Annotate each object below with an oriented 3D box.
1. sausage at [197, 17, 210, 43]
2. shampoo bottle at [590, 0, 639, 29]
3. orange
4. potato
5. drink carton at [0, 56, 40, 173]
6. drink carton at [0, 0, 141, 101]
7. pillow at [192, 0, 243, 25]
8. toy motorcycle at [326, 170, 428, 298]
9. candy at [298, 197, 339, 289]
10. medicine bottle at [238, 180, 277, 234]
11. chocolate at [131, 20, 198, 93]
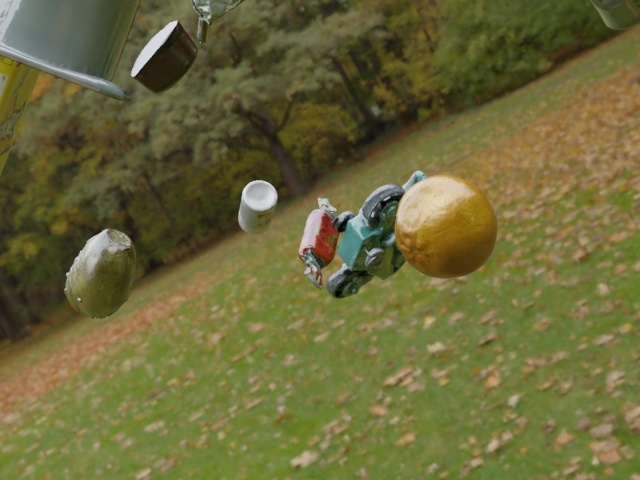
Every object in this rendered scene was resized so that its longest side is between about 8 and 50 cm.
[{"bbox_3d":[-0.282,-0.583,2.379,0.033,0.033,0.269,-32,-22,-28],"label":"sausage"},{"bbox_3d":[0.445,-0.431,1.499,0.118,0.087,0.234,-40,-42,22],"label":"shampoo bottle"},{"bbox_3d":[0.178,-0.017,1.403,0.136,0.159,0.159,-35,7,-31],"label":"orange"},{"bbox_3d":[-0.400,0.064,1.780,0.113,0.149,0.251,16,-32,-26],"label":"potato"},{"bbox_3d":[-0.491,-0.231,1.414,0.154,0.111,0.351,-84,19,-74],"label":"drink carton"},{"bbox_3d":[-0.266,-0.261,1.003,0.185,0.189,0.191,16,5,-7],"label":"drink carton"},{"bbox_3d":[-0.118,-0.506,1.439,0.283,0.310,0.138,-17,-4,23],"label":"pillow"},{"bbox_3d":[0.120,-0.004,1.741,0.198,0.109,0.296,-22,-30,-28],"label":"toy motorcycle"},{"bbox_3d":[-0.001,0.000,2.228,0.059,0.086,0.292,-37,24,33],"label":"candy"},{"bbox_3d":[-0.101,-0.052,1.543,0.057,0.057,0.089,-31,-17,-23],"label":"medicine bottle"},{"bbox_3d":[-0.277,-0.322,1.744,0.149,0.080,0.125,-21,39,49],"label":"chocolate"}]
